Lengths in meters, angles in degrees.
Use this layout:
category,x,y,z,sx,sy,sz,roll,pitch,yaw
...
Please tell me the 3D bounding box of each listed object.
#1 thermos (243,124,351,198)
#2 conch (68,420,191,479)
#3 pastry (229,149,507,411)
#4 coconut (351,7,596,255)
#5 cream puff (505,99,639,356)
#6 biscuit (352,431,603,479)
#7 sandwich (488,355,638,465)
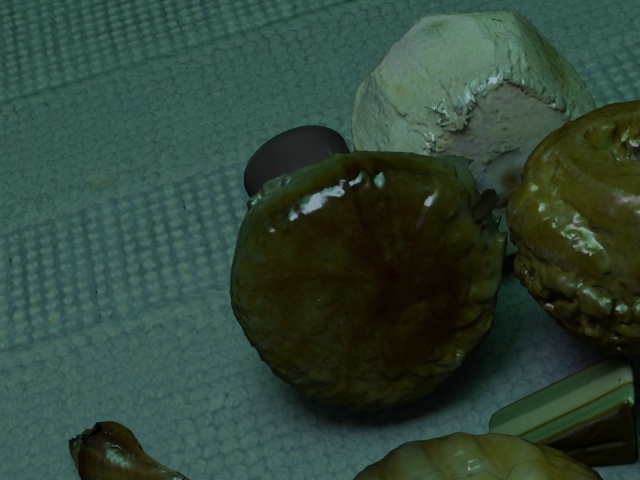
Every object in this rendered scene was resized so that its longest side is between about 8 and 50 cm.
category,x,y,z,sx,sy,sz,roll,pitch,yaw
thermos,0.000,0.000,1.664,0.176,0.146,0.265,-12,52,-15
conch,-0.217,0.264,1.497,0.080,0.086,0.232,-39,48,-22
pastry,0.057,0.049,1.484,0.329,0.330,0.136,-17,18,-3
coconut,0.184,-0.140,1.643,0.297,0.297,0.255,-14,39,1
cream puff,0.371,-0.005,1.431,0.343,0.231,0.327,-22,32,-31
biscuit,0.153,0.310,1.332,0.296,0.102,0.296,-8,30,5
sandwich,0.258,0.183,1.439,0.163,0.113,0.079,-4,46,11
